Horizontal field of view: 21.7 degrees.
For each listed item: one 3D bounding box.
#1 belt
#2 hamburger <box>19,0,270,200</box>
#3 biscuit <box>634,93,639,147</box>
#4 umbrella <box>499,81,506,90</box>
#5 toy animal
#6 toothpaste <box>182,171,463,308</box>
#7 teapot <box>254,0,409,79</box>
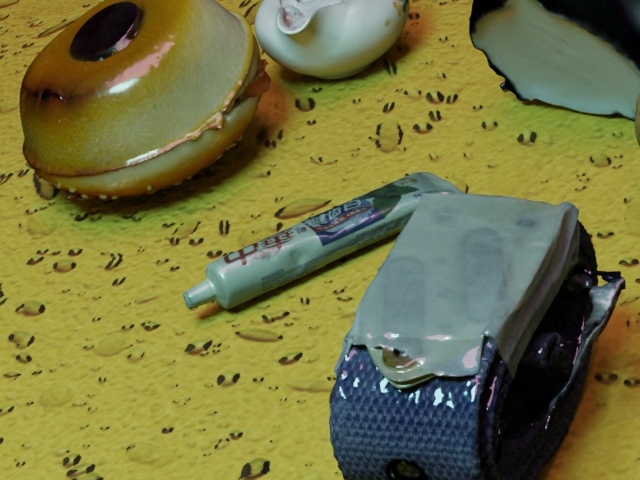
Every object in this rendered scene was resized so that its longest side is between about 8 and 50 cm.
[{"bbox_3d":[0.102,0.068,1.014,0.126,0.139,0.230,1,33,28],"label":"belt"},{"bbox_3d":[-0.156,-0.123,1.440,0.237,0.147,0.237,-21,33,15],"label":"hamburger"},{"bbox_3d":[0.277,-0.062,1.210,0.118,0.061,0.183,21,25,-18],"label":"biscuit"},{"bbox_3d":[0.279,-0.183,1.449,0.269,0.044,0.044,-27,57,-1],"label":"umbrella"},{"bbox_3d":[0.242,-0.226,1.359,0.187,0.165,0.235,16,60,35],"label":"toy animal"},{"bbox_3d":[0.000,0.000,1.273,0.233,0.038,0.060,-24,34,-18],"label":"toothpaste"},{"bbox_3d":[0.014,-0.210,1.550,0.145,0.092,0.226,-3,32,16],"label":"teapot"}]
